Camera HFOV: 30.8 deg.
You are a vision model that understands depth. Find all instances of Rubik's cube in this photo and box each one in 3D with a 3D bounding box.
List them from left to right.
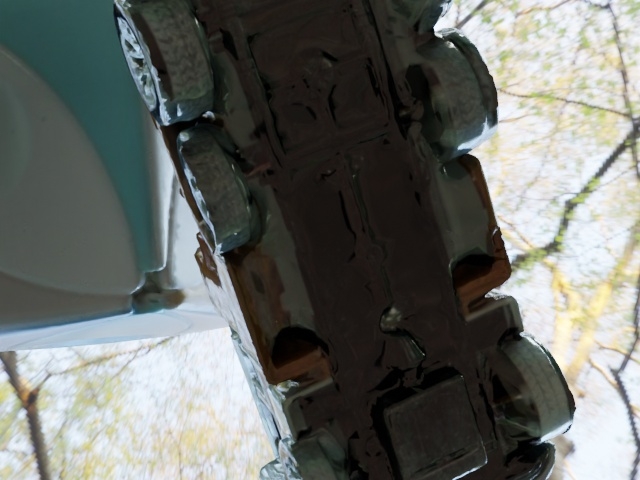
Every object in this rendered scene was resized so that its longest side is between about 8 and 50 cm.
[{"bbox_3d":[-0.238,-0.072,1.154,0.351,0.347,0.352,-6,-97,20],"label":"Rubik's cube"}]

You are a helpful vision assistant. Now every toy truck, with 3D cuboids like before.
[{"bbox_3d":[0.000,0.000,0.553,0.133,0.184,0.338,-23,-71,-15],"label":"toy truck"}]
